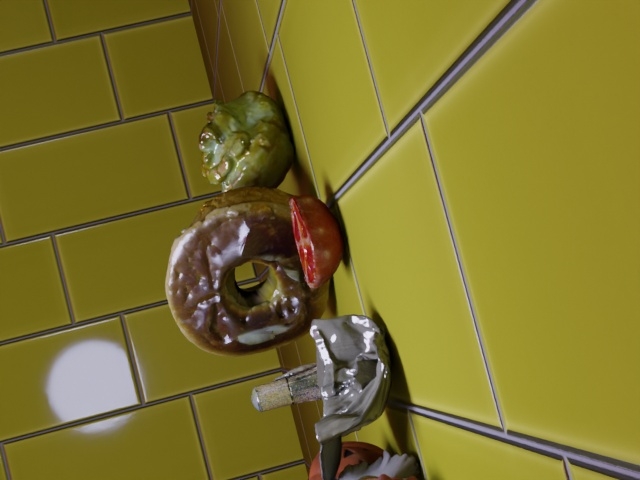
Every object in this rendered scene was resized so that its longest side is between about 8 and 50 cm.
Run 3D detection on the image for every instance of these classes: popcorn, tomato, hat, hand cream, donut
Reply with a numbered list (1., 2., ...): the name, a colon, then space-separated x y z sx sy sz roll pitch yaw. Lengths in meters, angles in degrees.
1. popcorn: -0.143 -0.180 2.094 0.221 0.183 0.204 -92 8 -53
2. tomato: 0.000 0.000 1.764 0.155 0.069 0.155 168 90 -80
3. hat: 0.053 0.238 1.621 0.245 0.149 0.214 66 -164 -49
4. hand cream: -0.020 0.248 1.851 0.084 0.203 0.084 166 90 -84
5. donut: -0.128 0.054 1.996 0.160 0.330 0.330 -94 -5 -62

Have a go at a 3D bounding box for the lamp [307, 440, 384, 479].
1. lamp: 0.061 0.423 1.769 0.187 0.164 0.188 1 -90 -78

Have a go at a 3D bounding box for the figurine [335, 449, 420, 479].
1. figurine: 0.080 0.389 1.489 0.166 0.207 0.387 32 173 -4
